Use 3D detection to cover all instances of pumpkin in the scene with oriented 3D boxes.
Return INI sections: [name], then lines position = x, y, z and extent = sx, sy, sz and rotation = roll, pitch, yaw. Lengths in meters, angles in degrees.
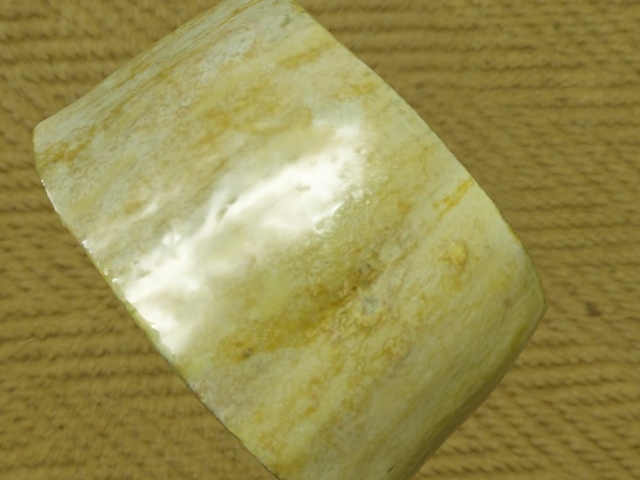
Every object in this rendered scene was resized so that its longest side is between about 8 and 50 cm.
[pumpkin]
position = 0.000, 0.000, 0.753
extent = 0.199, 0.332, 0.332
rotation = -36, 93, 6
